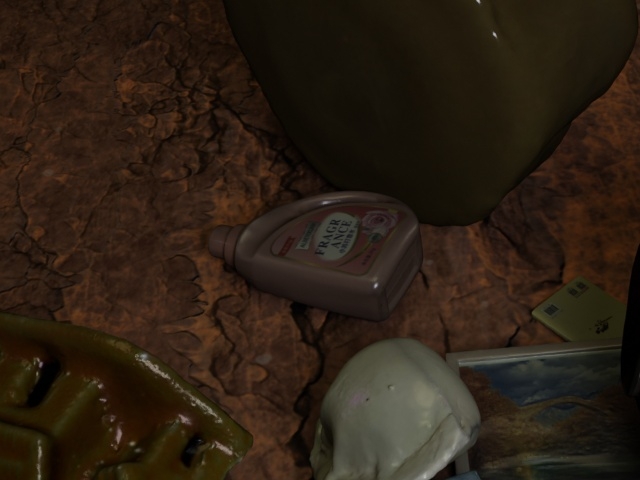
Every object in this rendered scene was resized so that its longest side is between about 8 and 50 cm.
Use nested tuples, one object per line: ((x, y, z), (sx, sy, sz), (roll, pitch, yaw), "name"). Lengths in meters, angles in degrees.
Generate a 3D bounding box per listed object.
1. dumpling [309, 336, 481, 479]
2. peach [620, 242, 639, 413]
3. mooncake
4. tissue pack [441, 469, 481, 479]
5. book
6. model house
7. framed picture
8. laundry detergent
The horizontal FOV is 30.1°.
((0.060, 0.183, 1.119), (0.179, 0.131, 0.252), (-39, 22, 0), "dumpling")
((0.411, 0.096, 0.987), (0.310, 0.335, 0.406), (6, 45, -2), "peach")
((0.115, -0.258, 1.370), (0.467, 0.467, 0.262), (25, 49, 33), "mooncake")
((0.035, 0.343, 0.983), (0.316, 0.103, 0.228), (-19, 45, -7), "tissue pack")
((0.291, 0.088, 1.265), (0.077, 0.014, 0.111), (-34, 48, -21), "book")
((-0.233, 0.218, 1.119), (0.268, 0.173, 0.239), (9, 45, 24), "model house")
((0.252, 0.175, 1.166), (0.250, 0.016, 0.184), (-5, 49, 6), "framed picture")
((0.000, 0.000, 1.378), (0.237, 0.076, 0.171), (14, 47, 27), "laundry detergent")
